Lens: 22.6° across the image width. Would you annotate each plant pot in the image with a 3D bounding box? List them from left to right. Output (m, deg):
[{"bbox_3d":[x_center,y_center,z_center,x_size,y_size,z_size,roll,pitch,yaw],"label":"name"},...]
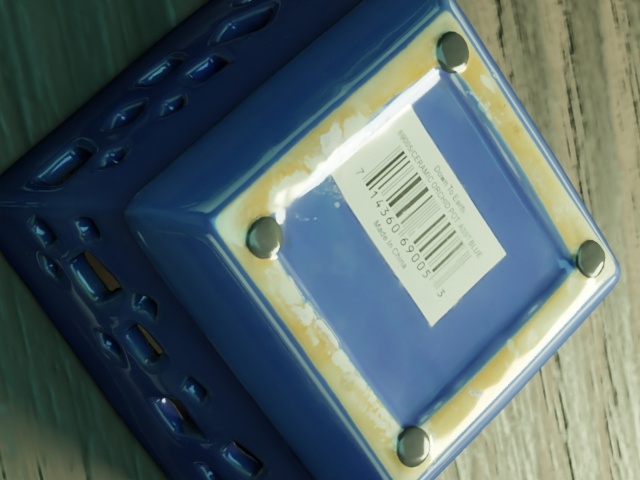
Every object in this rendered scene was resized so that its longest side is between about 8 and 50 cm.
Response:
[{"bbox_3d":[0.000,0.000,0.829,0.236,0.212,0.236,-42,109,-22],"label":"plant pot"}]
